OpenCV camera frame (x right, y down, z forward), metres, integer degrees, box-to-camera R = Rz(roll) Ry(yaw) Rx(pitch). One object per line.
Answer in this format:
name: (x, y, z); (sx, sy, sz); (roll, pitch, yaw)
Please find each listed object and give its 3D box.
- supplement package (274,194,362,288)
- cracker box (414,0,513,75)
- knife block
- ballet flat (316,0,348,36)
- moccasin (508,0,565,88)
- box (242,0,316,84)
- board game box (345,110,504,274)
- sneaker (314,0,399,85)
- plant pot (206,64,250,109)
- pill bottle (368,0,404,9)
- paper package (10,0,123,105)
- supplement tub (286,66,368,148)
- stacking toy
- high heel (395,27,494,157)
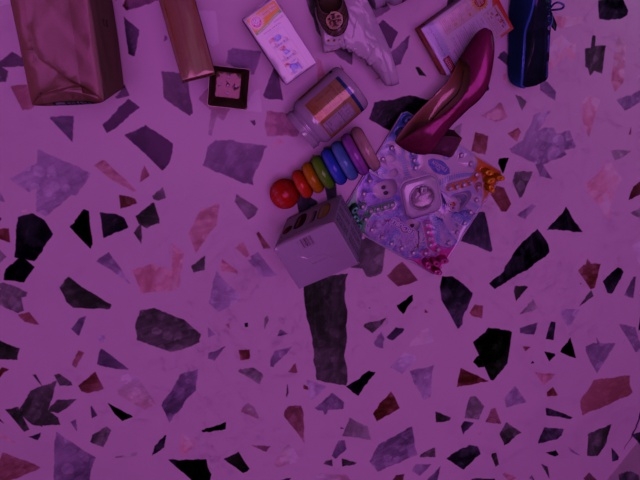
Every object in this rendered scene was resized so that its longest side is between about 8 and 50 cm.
supplement package: (0.000, 0.000, 1.823); (0.194, 0.203, 0.149); (-23, 110, 18)
cracker box: (0.407, -0.601, 1.793); (0.232, 0.067, 0.156); (-35, 110, 2)
knife block: (-0.352, -0.571, 1.595); (0.088, 0.276, 0.242); (-16, 139, -4)
ballet flat: (0.022, -0.660, 1.662); (0.084, 0.058, 0.250); (-8, 82, 7)
moccasin: (0.611, -0.615, 1.805); (0.116, 0.138, 0.342); (-9, 123, -11)
box: (-0.113, -0.538, 1.704); (0.103, 0.114, 0.203); (-34, 109, 4)
board game box: (0.313, -0.131, 1.939); (0.389, 0.050, 0.390); (28, 101, -17)
sneaker: (0.092, -0.536, 1.750); (0.169, 0.108, 0.293); (-27, 100, 2)
plant pot: (-0.252, -0.421, 1.728); (0.108, 0.096, 0.109); (4, 106, -10)
pill bottle: (0.225, -0.712, 1.699); (0.216, 0.121, 0.121); (-26, 110, 0)
paper package: (-0.599, -0.495, 1.529); (0.168, 0.325, 0.310); (-6, 110, -7)
supplement tub: (0.017, -0.368, 1.764); (0.199, 0.144, 0.144); (-40, 109, 5)
stacking toy: (0.003, -0.192, 1.837); (0.330, 0.141, 0.141); (-30, 110, 8)
high heel: (0.346, -0.410, 1.748); (0.181, 0.127, 0.378); (7, 112, -22)
